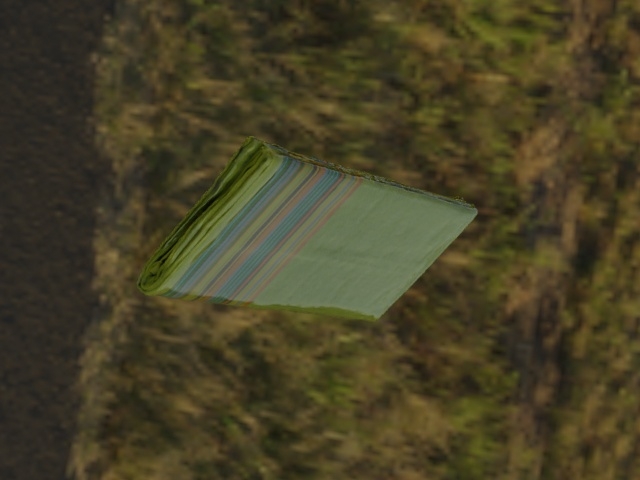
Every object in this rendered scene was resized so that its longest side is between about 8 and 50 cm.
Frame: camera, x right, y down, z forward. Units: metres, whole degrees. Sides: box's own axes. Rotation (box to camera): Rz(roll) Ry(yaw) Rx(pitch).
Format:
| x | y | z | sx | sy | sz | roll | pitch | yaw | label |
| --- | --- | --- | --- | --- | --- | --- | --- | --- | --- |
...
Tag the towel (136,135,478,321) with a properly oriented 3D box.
| x | y | z | sx | sy | sz | roll | pitch | yaw | label |
| --- | --- | --- | --- | --- | --- | --- | --- | --- | --- |
| 0.000 | 0.000 | 0.895 | 0.102 | 0.021 | 0.237 | -46 | 154 | 18 | towel |
